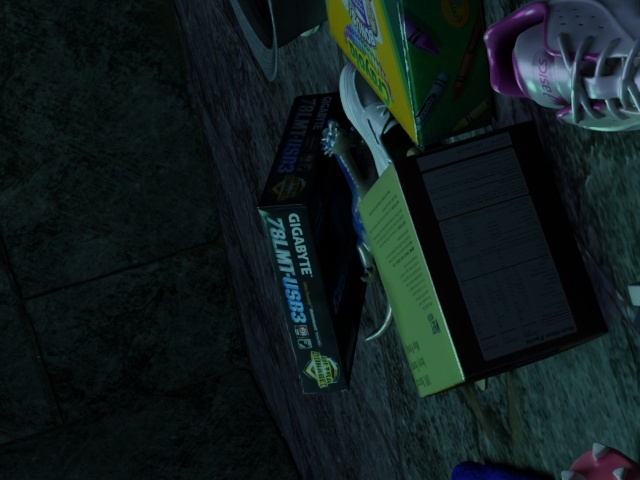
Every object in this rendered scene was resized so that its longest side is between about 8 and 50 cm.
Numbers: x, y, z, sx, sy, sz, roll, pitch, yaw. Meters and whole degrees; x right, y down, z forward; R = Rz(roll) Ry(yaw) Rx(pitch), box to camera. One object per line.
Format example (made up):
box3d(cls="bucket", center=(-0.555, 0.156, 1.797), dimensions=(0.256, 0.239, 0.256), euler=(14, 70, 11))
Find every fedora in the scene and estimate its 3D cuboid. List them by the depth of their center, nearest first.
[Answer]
box3d(cls="fedora", center=(-0.044, -0.338, 1.905), dimensions=(0.243, 0.124, 0.275), euler=(88, 160, -55))

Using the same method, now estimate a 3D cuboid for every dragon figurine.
box3d(cls="dragon figurine", center=(0.064, -0.022, 1.976), dimensions=(0.144, 0.085, 0.289), euler=(-119, 15, -50))

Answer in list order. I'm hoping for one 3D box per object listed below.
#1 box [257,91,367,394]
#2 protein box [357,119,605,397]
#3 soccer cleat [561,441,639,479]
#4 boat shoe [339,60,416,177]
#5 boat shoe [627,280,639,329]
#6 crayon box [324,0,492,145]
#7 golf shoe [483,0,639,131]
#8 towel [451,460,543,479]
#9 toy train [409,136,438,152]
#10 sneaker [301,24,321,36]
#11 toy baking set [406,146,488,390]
box3d(cls="box", center=(0.000, 0.000, 2.100), dimensions=(0.295, 0.073, 0.293), euler=(-75, -24, -56))
box3d(cls="protein box", center=(0.141, 0.023, 1.461), dimensions=(0.200, 0.136, 0.201), euler=(126, 126, -77))
box3d(cls="soccer cleat", center=(0.285, 0.263, 1.300), dimensions=(0.095, 0.083, 0.248), euler=(42, -173, -39))
box3d(cls="boat shoe", center=(0.077, -0.126, 1.802), dimensions=(0.063, 0.066, 0.184), euler=(141, 115, -65))
box3d(cls="boat shoe", center=(0.256, 0.062, 1.000), dimensions=(0.254, 0.095, 0.079), euler=(-179, 74, -81))
box3d(cls="crayon box", center=(0.075, -0.231, 1.554), dimensions=(0.278, 0.081, 0.165), euler=(-121, 17, -55))
box3d(cls="golf shoe", center=(0.198, -0.095, 0.929), dimensions=(0.306, 0.140, 0.115), euler=(-139, 35, -70))
box3d(cls="towel", center=(0.219, 0.371, 1.815), dimensions=(0.308, 0.076, 0.227), euler=(158, 95, -80))
box3d(cls="toy train", center=(0.128, -0.051, 1.742), dimensions=(0.036, 0.027, 0.158), euler=(28, 136, 62))
box3d(cls="sneaker", center=(-0.041, -0.320, 2.077), dimensions=(0.161, 0.075, 0.057), euler=(92, 159, -63))
box3d(cls="toy baking set", center=(0.148, 0.024, 1.698), dimensions=(0.197, 0.030, 0.256), euler=(111, 138, -67))
